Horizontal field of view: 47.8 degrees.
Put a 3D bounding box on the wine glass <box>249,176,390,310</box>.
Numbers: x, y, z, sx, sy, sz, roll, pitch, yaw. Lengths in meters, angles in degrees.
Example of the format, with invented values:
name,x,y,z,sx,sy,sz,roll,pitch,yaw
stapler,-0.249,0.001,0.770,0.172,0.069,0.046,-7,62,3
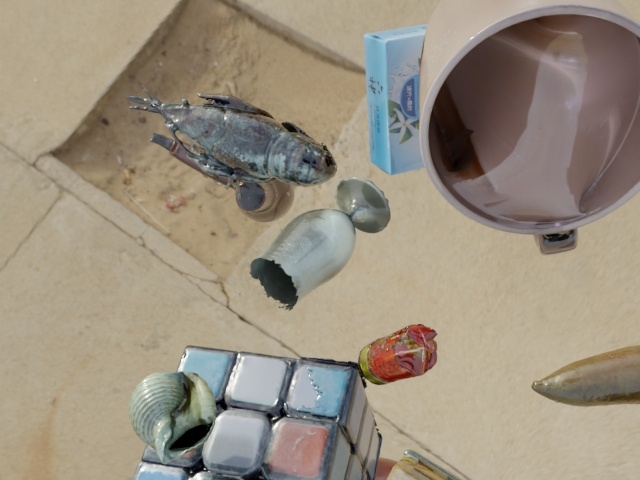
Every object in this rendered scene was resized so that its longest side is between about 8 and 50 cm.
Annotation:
name,x,y,z,sx,sy,sz,roll,pitch,yaw
wine glass,0.000,0.000,1.000,0.103,0.103,0.222,31,47,21

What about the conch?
name,x,y,z,sx,sy,sz,roll,pitch,yaw
conch,-0.224,0.271,1.124,0.135,0.102,0.153,-26,63,-5

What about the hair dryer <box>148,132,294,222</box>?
name,x,y,z,sx,sy,sz,roll,pitch,yaw
hair dryer,-0.222,-0.146,1.494,0.341,0.312,0.123,27,96,6

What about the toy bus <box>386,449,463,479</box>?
name,x,y,z,sx,sy,sz,roll,pitch,yaw
toy bus,0.044,0.236,0.455,0.091,0.103,0.182,28,87,17

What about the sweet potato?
name,x,y,z,sx,sy,sz,roll,pitch,yaw
sweet potato,0.442,0.190,0.929,0.346,0.108,0.079,16,48,-16

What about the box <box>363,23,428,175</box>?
name,x,y,z,sx,sy,sz,roll,pitch,yaw
box,0.159,-0.240,1.222,0.143,0.232,0.083,-14,26,-19

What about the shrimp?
name,x,y,z,sx,sy,sz,roll,pitch,yaw
shrimp,-0.153,-0.152,1.198,0.372,0.137,0.172,20,103,19

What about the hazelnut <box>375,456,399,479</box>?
name,x,y,z,sx,sy,sz,roll,pitch,yaw
hazelnut,0.118,0.672,1.612,0.366,0.366,0.365,-4,70,12

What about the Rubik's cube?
name,x,y,z,sx,sy,sz,roll,pitch,yaw
Rubik's cube,-0.102,0.431,1.323,0.363,0.362,0.358,3,57,17

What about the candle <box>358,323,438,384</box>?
name,x,y,z,sx,sy,sz,roll,pitch,yaw
candle,0.083,0.118,0.745,0.052,0.130,0.052,6,71,-16

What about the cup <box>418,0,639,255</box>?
name,x,y,z,sx,sy,sz,roll,pitch,yaw
cup,0.189,-0.114,0.643,0.192,0.252,0.200,-13,32,14
